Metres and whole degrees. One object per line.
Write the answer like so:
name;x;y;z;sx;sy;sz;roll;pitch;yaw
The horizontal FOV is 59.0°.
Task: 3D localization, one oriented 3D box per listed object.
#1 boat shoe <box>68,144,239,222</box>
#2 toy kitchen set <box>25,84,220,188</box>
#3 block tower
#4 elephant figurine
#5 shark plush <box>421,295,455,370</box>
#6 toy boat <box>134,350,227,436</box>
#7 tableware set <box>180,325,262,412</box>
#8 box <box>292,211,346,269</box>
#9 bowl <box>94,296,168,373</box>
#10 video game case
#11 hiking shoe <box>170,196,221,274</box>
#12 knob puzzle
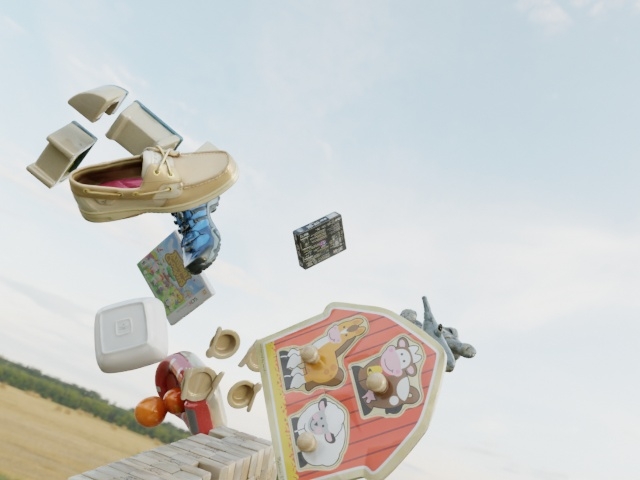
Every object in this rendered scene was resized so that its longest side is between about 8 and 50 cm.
boat shoe;-0.169;-0.064;0.574;0.170;0.063;0.059;-16;-39;-5
toy kitchen set;-0.262;-0.103;0.798;0.207;0.122;0.166;41;-68;-11
block tower;-0.165;0.290;0.633;0.097;0.090;0.335;8;-3;23
elephant figurine;0.318;0.296;1.563;0.240;0.186;0.169;10;-61;23
shark plush;0.250;0.195;1.198;0.073;0.161;0.067;5;-25;-12
toy boat;-0.283;0.312;1.096;0.151;0.150;0.231;-15;12;-25
tableware set;-0.151;0.223;0.974;0.169;0.141;0.020;24;2;-34
box;0.000;0.000;0.894;0.018;0.083;0.067;32;-39;49
bowl;-0.375;0.177;1.101;0.142;0.141;0.053;-13;-28;-2
video game case;-0.411;0.107;1.597;0.193;0.212;0.023;-36;-10;28
hiking shoe;-0.327;-0.048;1.399;0.113;0.303;0.132;-33;-46;24
knob puzzle;0.031;0.141;0.566;0.213;0.213;0.030;7;-27;28
